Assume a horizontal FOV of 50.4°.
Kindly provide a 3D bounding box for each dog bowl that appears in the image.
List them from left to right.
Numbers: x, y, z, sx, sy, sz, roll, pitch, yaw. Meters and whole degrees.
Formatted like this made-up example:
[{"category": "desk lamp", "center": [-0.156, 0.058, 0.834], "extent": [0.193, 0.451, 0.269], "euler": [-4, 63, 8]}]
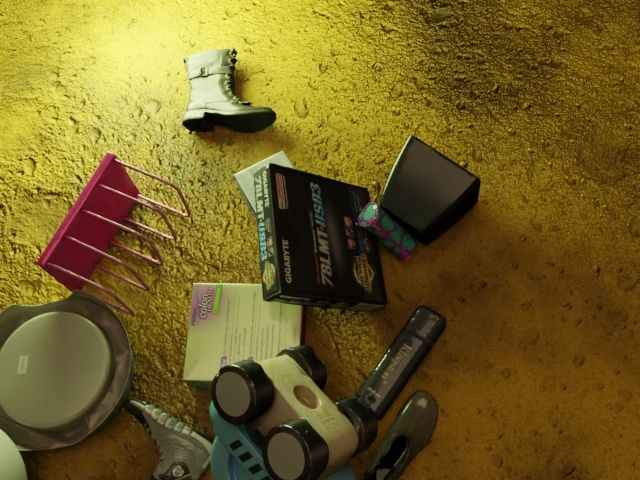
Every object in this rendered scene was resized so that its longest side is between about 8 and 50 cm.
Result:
[{"category": "dog bowl", "center": [-0.569, 0.283, 1.473], "extent": [0.349, 0.102, 0.348], "euler": [-1, 67, 3]}]

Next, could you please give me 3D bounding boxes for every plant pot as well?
[{"category": "plant pot", "center": [0.235, -0.100, 1.551], "extent": [0.188, 0.187, 0.167], "euler": [37, 86, 16]}]

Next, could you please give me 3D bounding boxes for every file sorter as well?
[{"category": "file sorter", "center": [-0.445, -0.005, 1.531], "extent": [0.182, 0.202, 0.290], "euler": [23, 71, 10]}]

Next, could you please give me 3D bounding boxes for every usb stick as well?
[{"category": "usb stick", "center": [0.172, 0.263, 1.471], "extent": [0.077, 0.045, 0.278], "euler": [34, 74, 15]}]

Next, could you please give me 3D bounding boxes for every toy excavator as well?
[{"category": "toy excavator", "center": [-0.079, 0.484, 1.265], "extent": [0.433, 0.222, 0.445], "euler": [44, 116, 24]}]

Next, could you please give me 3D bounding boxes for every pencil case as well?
[{"category": "pencil case", "center": [0.150, -0.019, 1.531], "extent": [0.064, 0.152, 0.070], "euler": [-37, 35, 22]}]

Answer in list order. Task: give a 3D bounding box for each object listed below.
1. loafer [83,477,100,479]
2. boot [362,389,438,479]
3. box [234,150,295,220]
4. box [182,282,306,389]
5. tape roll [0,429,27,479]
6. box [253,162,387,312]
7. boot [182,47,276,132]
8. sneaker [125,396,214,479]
[{"category": "loafer", "center": [-0.388, 0.598, 1.328], "extent": [0.112, 0.111, 0.319], "euler": [-42, 72, -13]}, {"category": "boot", "center": [0.167, 0.402, 1.351], "extent": [0.084, 0.161, 0.246], "euler": [31, 73, 14]}, {"category": "box", "center": [-0.116, -0.123, 1.630], "extent": [0.137, 0.072, 0.126], "euler": [-28, 69, -9]}, {"category": "box", "center": [-0.157, 0.211, 1.472], "extent": [0.243, 0.117, 0.213], "euler": [1, 68, 3]}, {"category": "tape roll", "center": [-0.723, 0.488, 1.312], "extent": [0.246, 0.169, 0.245], "euler": [1, 93, 17]}, {"category": "box", "center": [0.000, 0.000, 1.483], "extent": [0.294, 0.073, 0.295], "euler": [12, 61, -38]}, {"category": "boot", "center": [-0.236, -0.395, 1.738], "extent": [0.263, 0.091, 0.228], "euler": [1, 68, 6]}, {"category": "sneaker", "center": [-0.336, 0.428, 1.412], "extent": [0.229, 0.086, 0.132], "euler": [27, 74, 12]}]
